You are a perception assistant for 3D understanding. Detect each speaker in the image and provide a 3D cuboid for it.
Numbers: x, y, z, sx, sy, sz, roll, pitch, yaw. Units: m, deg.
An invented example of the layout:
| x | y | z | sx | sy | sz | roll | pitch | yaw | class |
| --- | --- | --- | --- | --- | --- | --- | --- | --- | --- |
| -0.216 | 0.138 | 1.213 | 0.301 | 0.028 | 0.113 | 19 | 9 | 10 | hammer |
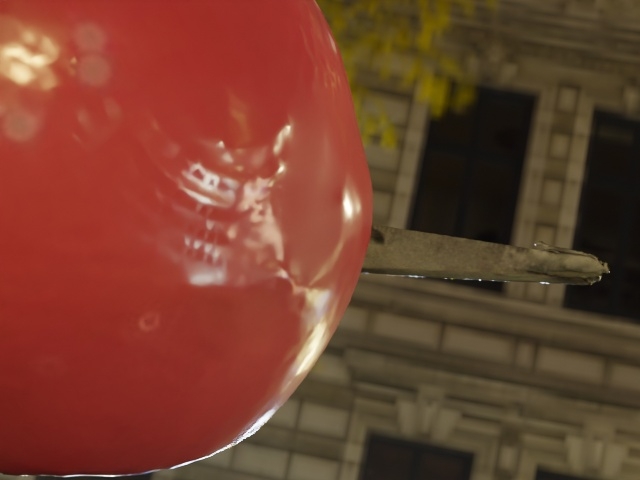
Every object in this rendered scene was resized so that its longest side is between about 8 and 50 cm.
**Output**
| x | y | z | sx | sy | sz | roll | pitch | yaw | class |
| --- | --- | --- | --- | --- | --- | --- | --- | --- | --- |
| -0.119 | -0.029 | 0.680 | 0.294 | 0.294 | 0.294 | 11 | -17 | 3 | speaker |

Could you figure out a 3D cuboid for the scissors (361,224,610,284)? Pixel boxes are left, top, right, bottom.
| x | y | z | sx | sy | sz | roll | pitch | yaw | class |
| --- | --- | --- | --- | --- | --- | --- | --- | --- | --- |
| 0.000 | -0.001 | 1.035 | 0.360 | 0.191 | 0.029 | 5 | -32 | 20 | scissors |
